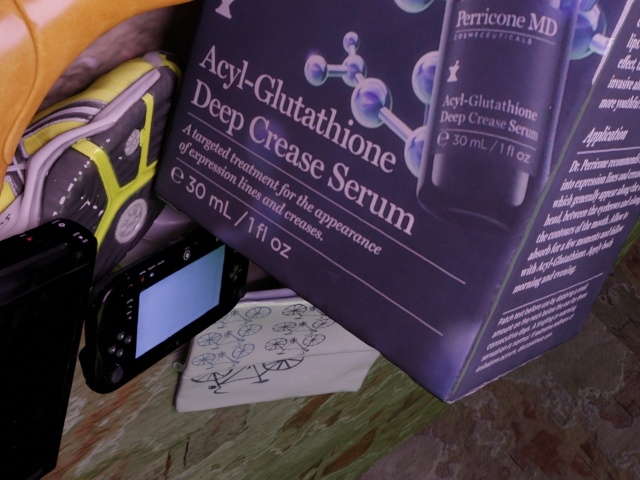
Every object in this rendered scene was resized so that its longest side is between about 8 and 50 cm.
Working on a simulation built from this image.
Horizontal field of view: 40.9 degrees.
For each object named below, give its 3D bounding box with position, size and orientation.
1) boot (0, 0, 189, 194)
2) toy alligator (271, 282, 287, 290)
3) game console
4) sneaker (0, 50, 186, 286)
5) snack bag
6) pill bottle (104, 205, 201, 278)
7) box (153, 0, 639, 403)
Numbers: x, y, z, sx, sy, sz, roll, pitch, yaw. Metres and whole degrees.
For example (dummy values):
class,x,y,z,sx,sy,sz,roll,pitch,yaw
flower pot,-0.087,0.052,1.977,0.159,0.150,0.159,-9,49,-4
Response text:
class,x,y,z,sx,sy,sz,roll,pitch,yaw
boot,-0.196,-0.083,0.507,0.295,0.104,0.211,-9,115,-37
toy alligator,-0.024,0.053,1.206,0.189,0.056,0.051,-55,-163,25
game console,-0.157,0.061,0.638,0.361,0.044,0.213,-34,150,-53
sneaker,-0.235,-0.018,0.626,0.384,0.147,0.145,-52,161,-27
snack bag,-0.044,0.161,1.219,0.323,0.037,0.342,-4,147,-22
pill bottle,-0.152,0.007,0.823,0.112,0.112,0.186,-29,154,-29
box,0.095,-0.146,0.595,0.212,0.294,0.395,-11,126,-51
